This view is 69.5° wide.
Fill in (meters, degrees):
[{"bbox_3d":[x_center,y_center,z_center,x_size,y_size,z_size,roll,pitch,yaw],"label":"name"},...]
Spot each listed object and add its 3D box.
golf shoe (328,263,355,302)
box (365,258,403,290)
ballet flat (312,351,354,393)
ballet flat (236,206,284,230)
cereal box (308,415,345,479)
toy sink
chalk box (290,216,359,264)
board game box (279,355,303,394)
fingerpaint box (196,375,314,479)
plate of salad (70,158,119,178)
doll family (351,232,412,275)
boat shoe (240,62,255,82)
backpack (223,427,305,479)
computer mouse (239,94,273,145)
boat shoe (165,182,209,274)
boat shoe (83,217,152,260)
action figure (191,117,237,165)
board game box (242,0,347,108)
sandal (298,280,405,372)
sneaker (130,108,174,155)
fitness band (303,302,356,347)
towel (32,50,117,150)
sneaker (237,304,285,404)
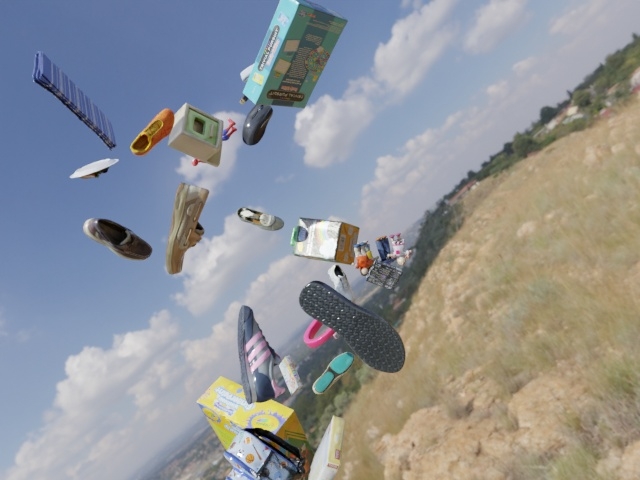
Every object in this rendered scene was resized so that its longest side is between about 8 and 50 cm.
[{"bbox_3d":[0.088,0.178,1.898,0.069,0.176,0.086,-25,-19,-18],"label":"golf shoe"},{"bbox_3d":[0.176,0.096,1.276,0.018,0.084,0.067,-83,15,-65],"label":"box"},{"bbox_3d":[0.060,0.618,2.143,0.248,0.086,0.086,-38,-7,-20],"label":"ballet flat"},{"bbox_3d":[-0.260,-0.092,1.963,0.068,0.214,0.072,60,-134,-69],"label":"ballet flat"},{"bbox_3d":[0.013,0.686,1.416,0.173,0.048,0.240,-73,4,-64],"label":"cereal box"},{"bbox_3d":[-0.482,-0.429,1.894,0.234,0.152,0.131,22,-32,-37],"label":"toy sink"},{"bbox_3d":[0.000,0.000,2.075,0.179,0.289,0.180,15,-96,-57],"label":"chalk box"},{"bbox_3d":[-0.140,0.630,2.154,0.026,0.154,0.103,-10,-33,-32],"label":"board game box"},{"bbox_3d":[-0.262,0.811,1.948,0.445,0.370,0.163,8,39,38],"label":"fingerpaint box"},{"bbox_3d":[-0.926,-0.289,1.901,0.200,0.048,0.199,-15,25,7],"label":"plate of salad"},{"bbox_3d":[0.248,0.070,1.958,0.263,0.163,0.118,-15,6,-9],"label":"doll family"},{"bbox_3d":[-0.141,-0.629,1.703,0.303,0.094,0.109,-21,9,-7],"label":"boat shoe"},{"bbox_3d":[-0.207,0.773,1.572,0.213,0.263,0.276,-43,-17,-32],"label":"backpack"},{"bbox_3d":[-0.283,-0.536,1.915,0.261,0.184,0.060,-59,-22,0],"label":"computer mouse"},{"bbox_3d":[-0.448,-0.024,1.552,0.121,0.110,0.340,-104,28,-58],"label":"boat shoe"},{"bbox_3d":[-0.778,-0.003,1.810,0.093,0.285,0.102,-8,56,38],"label":"boat shoe"},{"bbox_3d":[-0.534,-0.469,2.167,0.280,0.139,0.091,-55,-11,-18],"label":"action figure"},{"bbox_3d":[-0.084,-0.610,1.528,0.254,0.079,0.336,-15,-36,-51],"label":"board game box"},{"bbox_3d":[0.128,0.293,1.662,0.167,0.446,0.107,-55,-11,17],"label":"sandal"},{"bbox_3d":[-0.496,-0.322,1.378,0.175,0.064,0.067,-56,11,-8],"label":"sneaker"},{"bbox_3d":[0.042,0.362,2.058,0.291,0.054,0.209,-48,20,-31],"label":"fitness band"},{"bbox_3d":[-0.858,-0.486,1.617,0.040,0.243,0.336,-35,-43,1],"label":"towel"},{"bbox_3d":[-0.197,0.363,1.506,0.131,0.318,0.112,-2,-23,-20],"label":"sneaker"}]
